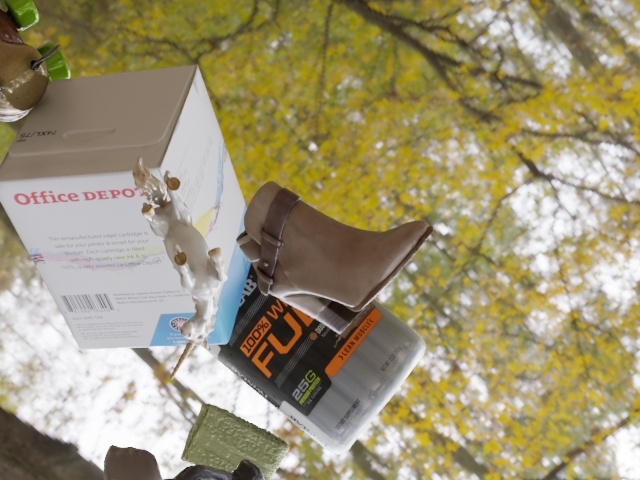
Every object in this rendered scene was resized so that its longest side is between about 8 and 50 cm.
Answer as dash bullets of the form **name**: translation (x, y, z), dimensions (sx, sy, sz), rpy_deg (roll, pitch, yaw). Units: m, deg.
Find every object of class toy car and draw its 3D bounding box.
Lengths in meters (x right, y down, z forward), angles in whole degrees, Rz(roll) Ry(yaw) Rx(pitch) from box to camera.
- **toy car**: translation (-0.361, -0.199, 1.156), dimensions (0.155, 0.149, 0.188), rpy_deg (-34, -157, -18)

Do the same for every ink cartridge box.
- **ink cartridge box**: translation (-0.216, -0.035, 1.212), dimensions (0.198, 0.270, 0.197), rpy_deg (-3, -138, 14)

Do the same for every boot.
- **boot**: translation (0.000, 0.000, 0.563), dimensions (0.042, 0.087, 0.118), rpy_deg (-42, 174, -45)

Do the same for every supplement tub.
- **supplement tub**: translation (-0.039, 0.120, 1.445), dimensions (0.207, 0.338, 0.207), rpy_deg (-51, 172, -9)

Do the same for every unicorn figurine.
- **unicorn figurine**: translation (-0.109, 0.017, 0.837), dimensions (0.060, 0.162, 0.111), rpy_deg (-10, 160, -8)

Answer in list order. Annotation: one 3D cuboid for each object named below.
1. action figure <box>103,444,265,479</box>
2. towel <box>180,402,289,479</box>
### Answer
- **action figure**: translation (-0.138, 0.269, 0.561), dimensions (0.341, 0.330, 0.178), rpy_deg (-45, -120, -9)
- **towel**: translation (-0.129, 0.315, 1.551), dimensions (0.110, 0.148, 0.027), rpy_deg (-65, 177, 16)
